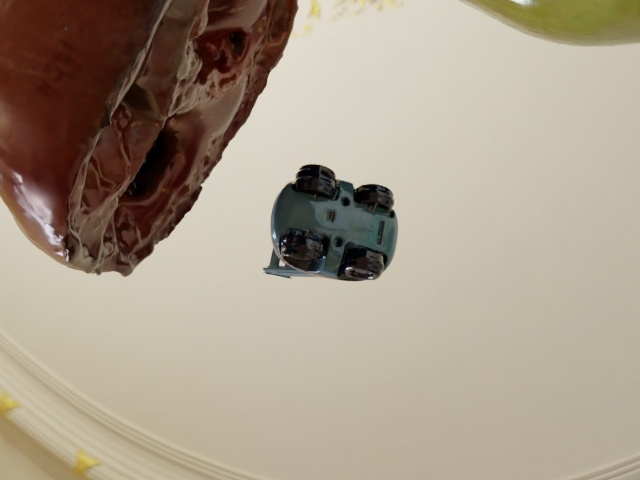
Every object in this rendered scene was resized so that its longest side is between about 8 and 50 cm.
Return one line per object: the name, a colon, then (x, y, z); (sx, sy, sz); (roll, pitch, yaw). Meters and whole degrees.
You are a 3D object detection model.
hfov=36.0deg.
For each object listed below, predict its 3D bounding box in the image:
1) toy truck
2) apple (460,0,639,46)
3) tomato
toy truck: (0.000, 0.000, 0.565); (0.090, 0.073, 0.056); (139, -35, -65)
apple: (0.179, -0.290, 0.663); (0.339, 0.338, 0.305); (1, -129, 30)
tomato: (-0.088, -0.096, 0.457); (0.101, 0.228, 0.227); (26, -83, 3)
